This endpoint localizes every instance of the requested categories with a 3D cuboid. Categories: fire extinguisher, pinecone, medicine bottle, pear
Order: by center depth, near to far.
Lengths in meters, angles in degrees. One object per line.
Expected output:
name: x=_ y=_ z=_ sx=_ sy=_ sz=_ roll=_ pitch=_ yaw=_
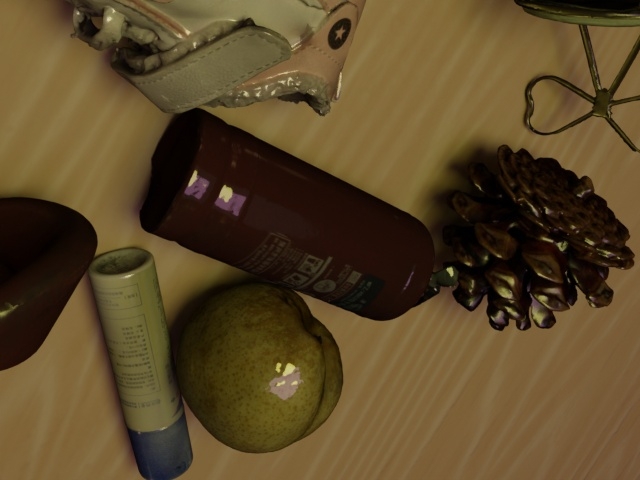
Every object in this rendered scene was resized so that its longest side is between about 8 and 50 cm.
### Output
pear: x=-0.053 y=0.118 z=0.669 sx=0.136 sy=0.167 sz=0.167 roll=-34 pitch=124 yaw=10
medicine bottle: x=-0.166 y=0.122 z=0.671 sx=0.059 sy=0.059 sz=0.231 roll=-16 pitch=118 yaw=-22
fire extinguisher: x=0.000 y=0.000 z=0.677 sx=0.337 sy=0.135 sz=0.114 roll=24 pitch=66 yaw=-30
pinecone: x=0.217 y=0.007 z=0.752 sx=0.207 sy=0.207 sz=0.208 roll=-11 pitch=115 yaw=-24

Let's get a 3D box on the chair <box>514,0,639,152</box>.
chair: x=0.257 y=-0.220 z=0.648 sx=0.170 sy=0.159 sz=0.326 roll=-37 pitch=134 yaw=-48

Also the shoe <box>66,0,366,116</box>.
shoe: x=-0.100 y=-0.189 z=0.507 sx=0.350 sy=0.172 sz=0.198 roll=-1 pitch=111 yaw=-28

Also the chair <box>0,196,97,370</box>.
chair: x=-0.338 y=0.129 z=0.489 sx=0.226 sy=0.226 sz=0.401 roll=24 pitch=96 yaw=-33
